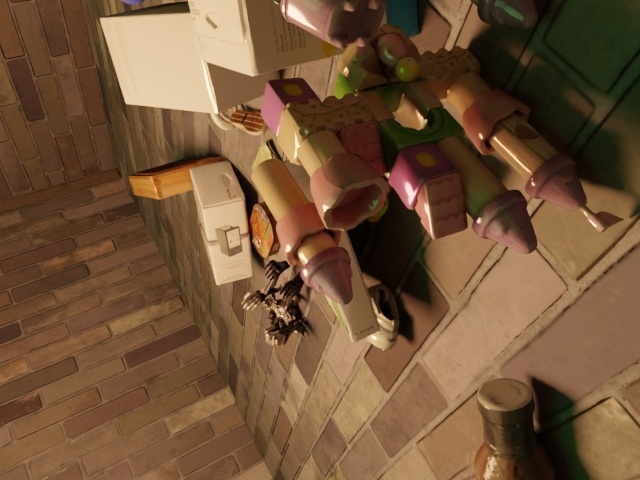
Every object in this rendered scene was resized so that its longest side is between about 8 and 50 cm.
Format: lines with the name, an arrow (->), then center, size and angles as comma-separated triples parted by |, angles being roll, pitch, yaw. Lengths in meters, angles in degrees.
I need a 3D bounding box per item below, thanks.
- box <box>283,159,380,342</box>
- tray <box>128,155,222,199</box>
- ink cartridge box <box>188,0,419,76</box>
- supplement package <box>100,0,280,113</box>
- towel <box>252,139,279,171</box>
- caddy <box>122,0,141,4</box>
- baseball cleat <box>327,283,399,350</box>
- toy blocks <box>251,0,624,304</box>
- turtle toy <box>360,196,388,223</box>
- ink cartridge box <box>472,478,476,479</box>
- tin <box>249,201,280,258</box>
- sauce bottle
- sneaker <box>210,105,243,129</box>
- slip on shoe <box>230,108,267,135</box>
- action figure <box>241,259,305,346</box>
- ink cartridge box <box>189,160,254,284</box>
box -> 0.000, 0.000, 0.969 | 0.322, 0.058, 0.232 | -121, 9, -65
tray -> -0.452, -0.197, 1.714 | 0.411, 0.203, 0.076 | 11, 119, 62
ink cartridge box -> -0.028, -0.315, 0.678 | 0.171, 0.233, 0.168 | 34, 139, 52
supplement package -> -0.249, -0.360, 1.075 | 0.293, 0.177, 0.175 | 15, 126, 38
towel -> -0.118, -0.152, 1.265 | 0.110, 0.027, 0.148 | 65, 156, 10
caddy -> -0.345, -0.631, 1.078 | 0.179, 0.241, 0.341 | 10, 119, 68
baseball cleat -> 0.083, 0.112, 1.036 | 0.206, 0.072, 0.109 | 38, 127, 45
toy blocks -> 0.110, -0.088, 0.523 | 0.260, 0.289, 0.309 | 58, 152, 30
turtle toy -> 0.058, -0.064, 0.903 | 0.130, 0.066, 0.095 | 2, 119, 42
ink cartridge box -> 0.221, 0.471, 0.955 | 0.052, 0.122, 0.088 | 57, 154, 24
tin -> -0.136, -0.025, 1.402 | 0.106, 0.040, 0.189 | 65, 157, 17
sauce bottle -> 0.272, 0.352, 0.767 | 0.111, 0.111, 0.344 | 24, 130, 58
sneaker -> -0.252, -0.371, 1.299 | 0.095, 0.090, 0.235 | -152, 46, -69
slip on shoe -> -0.151, -0.256, 1.234 | 0.135, 0.051, 0.041 | 25, 172, 47
action figure -> -0.114, 0.171, 1.396 | 0.164, 0.141, 0.275 | 42, 146, 24
ink cartridge box -> -0.268, -0.049, 1.524 | 0.198, 0.115, 0.273 | -120, 22, -46
